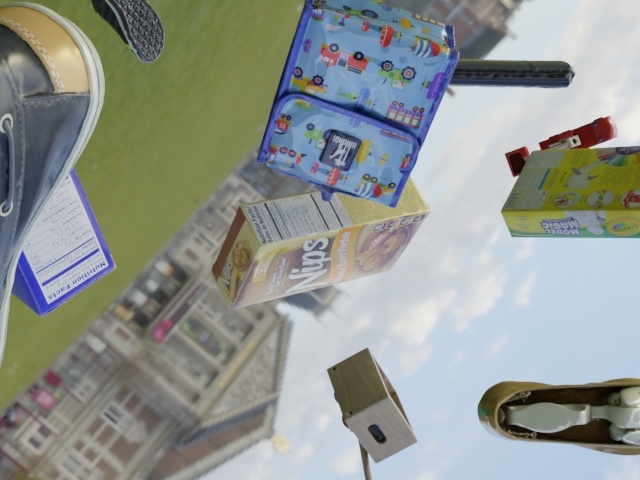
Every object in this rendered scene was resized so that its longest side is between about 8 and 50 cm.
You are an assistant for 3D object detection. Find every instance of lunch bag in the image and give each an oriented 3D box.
[{"bbox_3d":[0.044,-0.191,1.511,0.138,0.221,0.293,-84,-169,-60],"label":"lunch bag"}]

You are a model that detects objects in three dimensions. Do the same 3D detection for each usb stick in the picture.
[{"bbox_3d":[0.293,-0.285,1.771,0.077,0.278,0.045,-112,-157,-64],"label":"usb stick"}]

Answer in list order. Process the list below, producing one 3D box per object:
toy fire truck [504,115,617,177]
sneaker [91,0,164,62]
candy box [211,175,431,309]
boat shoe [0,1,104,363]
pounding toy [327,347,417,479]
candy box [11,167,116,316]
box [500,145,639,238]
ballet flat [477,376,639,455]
[{"bbox_3d":[0.435,-0.171,1.869,0.192,0.047,0.135,-20,-179,21],"label":"toy fire truck"},{"bbox_3d":[-0.399,-0.463,2.093,0.084,0.235,0.097,-40,-159,-30],"label":"sneaker"},{"bbox_3d":[0.000,0.000,1.670,0.316,0.088,0.183,-13,151,-30],"label":"candy box"},{"bbox_3d":[-0.351,0.022,0.904,0.500,0.186,0.156,-58,169,23],"label":"boat shoe"},{"bbox_3d":[0.070,0.261,1.508,0.100,0.141,0.130,-28,-144,5],"label":"pounding toy"},{"bbox_3d":[-0.400,-0.100,1.244,0.122,0.317,0.268,-33,-146,-27],"label":"candy box"},{"bbox_3d":[0.287,-0.050,1.064,0.179,0.043,0.105,-1,-137,39],"label":"box"},{"bbox_3d":[0.274,0.178,1.037,0.073,0.232,0.080,33,54,-84],"label":"ballet flat"}]
